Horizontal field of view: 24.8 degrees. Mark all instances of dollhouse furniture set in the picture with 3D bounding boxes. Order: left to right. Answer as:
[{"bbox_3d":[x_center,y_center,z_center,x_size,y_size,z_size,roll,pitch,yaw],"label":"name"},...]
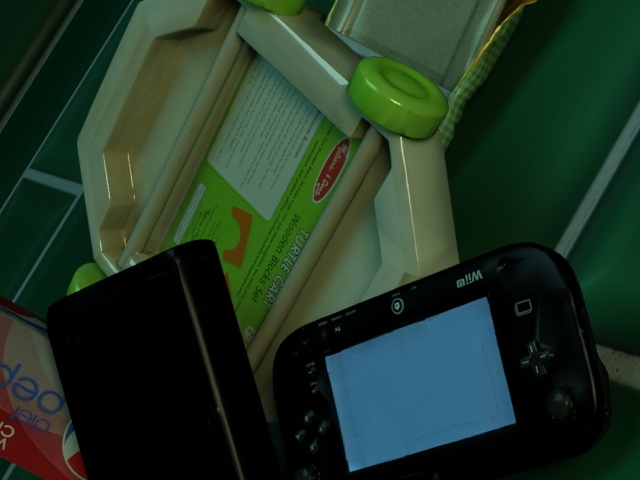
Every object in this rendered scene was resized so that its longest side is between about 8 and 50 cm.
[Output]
[{"bbox_3d":[0.058,-0.152,1.079,0.301,0.151,0.198,37,108,44],"label":"dollhouse furniture set"}]

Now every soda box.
[{"bbox_3d":[-0.184,0.103,0.963,0.083,0.263,0.092,-58,22,-3],"label":"soda box"}]

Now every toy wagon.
[{"bbox_3d":[-0.019,0.004,0.855,0.344,0.068,0.267,45,122,27],"label":"toy wagon"}]

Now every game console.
[{"bbox_3d":[-0.008,0.085,0.782,0.361,0.044,0.213,-24,80,39],"label":"game console"}]
